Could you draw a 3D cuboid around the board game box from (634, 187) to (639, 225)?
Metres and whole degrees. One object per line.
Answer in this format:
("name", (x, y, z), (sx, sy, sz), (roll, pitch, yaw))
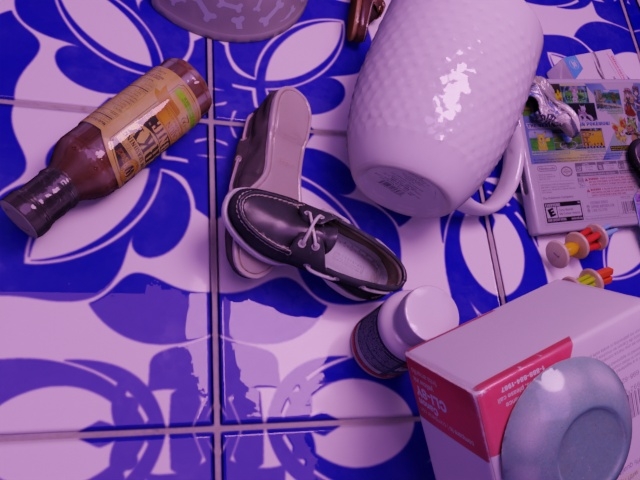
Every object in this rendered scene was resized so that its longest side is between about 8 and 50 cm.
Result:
("board game box", (0.683, -0.040, 1.246), (0.133, 0.033, 0.168), (-9, 87, -21))

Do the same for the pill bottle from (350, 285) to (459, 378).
("pill bottle", (0.122, 0.132, 0.931), (0.108, 0.180, 0.107), (7, 66, -16))

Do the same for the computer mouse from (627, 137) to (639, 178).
("computer mouse", (0.668, -0.091, 1.226), (0.071, 0.041, 0.242), (-26, 80, -7))

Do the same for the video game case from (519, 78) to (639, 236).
("video game case", (0.520, -0.168, 1.247), (0.329, 0.036, 0.299), (-5, 83, -20))

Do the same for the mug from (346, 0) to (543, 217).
("mug", (0.221, -0.193, 1.080), (0.374, 0.276, 0.327), (35, 68, -32))

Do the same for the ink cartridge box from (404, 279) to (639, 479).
("ink cartridge box", (0.300, 0.284, 0.841), (0.279, 0.160, 0.384), (-21, 105, -22))

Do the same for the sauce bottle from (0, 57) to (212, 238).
("sauce bottle", (-0.308, -0.138, 0.947), (0.111, 0.111, 0.344), (40, 63, 1))

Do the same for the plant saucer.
("plant saucer", (0.292, 0.230, 0.720), (0.195, 0.037, 0.194), (-4, 99, -24))

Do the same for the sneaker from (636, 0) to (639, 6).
("sneaker", (0.830, -0.609, 1.530), (0.107, 0.124, 0.283), (-19, 75, -24))

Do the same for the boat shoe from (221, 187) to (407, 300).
("boat shoe", (0.000, 0.000, 0.944), (0.303, 0.091, 0.114), (24, 67, -30))

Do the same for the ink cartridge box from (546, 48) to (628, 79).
("ink cartridge box", (0.586, -0.344, 1.366), (0.180, 0.060, 0.104), (-16, 75, -24))

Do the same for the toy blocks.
("toy blocks", (0.493, 0.036, 1.163), (0.148, 0.054, 0.123), (-20, 87, -23))

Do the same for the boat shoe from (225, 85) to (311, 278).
("boat shoe", (-0.091, -0.089, 1.020), (0.112, 0.096, 0.334), (28, 63, -33))

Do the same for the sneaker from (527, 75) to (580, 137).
("sneaker", (0.419, -0.235, 1.182), (0.058, 0.052, 0.135), (-42, 88, -11))

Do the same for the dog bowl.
("dog bowl", (-0.172, -0.534, 1.170), (0.349, 0.102, 0.348), (8, 65, -16))

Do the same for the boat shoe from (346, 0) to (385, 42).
("boat shoe", (0.093, -0.467, 1.246), (0.073, 0.073, 0.206), (12, 64, -12))
